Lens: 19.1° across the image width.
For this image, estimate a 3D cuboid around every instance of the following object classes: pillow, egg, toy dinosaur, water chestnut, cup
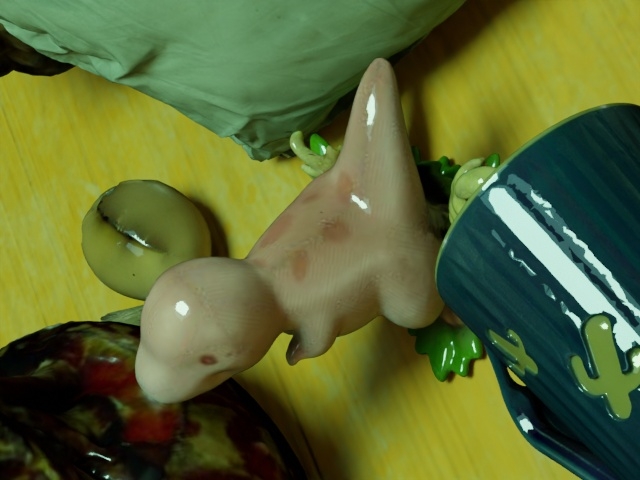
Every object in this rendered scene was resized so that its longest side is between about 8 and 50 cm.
[{"bbox_3d":[-0.025,-0.179,0.964,0.310,0.283,0.138,-37,41,29],"label":"pillow"},{"bbox_3d":[-0.100,0.002,1.127,0.083,0.071,0.071,38,108,36],"label":"egg"},{"bbox_3d":[-0.003,-0.006,0.967,0.194,0.177,0.152,-52,54,21],"label":"toy dinosaur"},{"bbox_3d":[-0.131,0.175,1.008,0.289,0.244,0.289,-7,80,44],"label":"water chestnut"},{"bbox_3d":[0.144,0.050,0.872,0.155,0.131,0.176,51,145,32],"label":"cup"}]

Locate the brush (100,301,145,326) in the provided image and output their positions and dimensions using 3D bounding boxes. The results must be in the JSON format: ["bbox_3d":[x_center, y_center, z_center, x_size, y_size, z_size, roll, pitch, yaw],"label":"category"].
[{"bbox_3d":[-0.069,0.046,1.129,0.170,0.014,0.043,-17,73,39],"label":"brush"}]

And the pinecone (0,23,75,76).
[{"bbox_3d":[-0.188,-0.213,1.133,0.257,0.243,0.243,26,100,41],"label":"pinecone"}]
